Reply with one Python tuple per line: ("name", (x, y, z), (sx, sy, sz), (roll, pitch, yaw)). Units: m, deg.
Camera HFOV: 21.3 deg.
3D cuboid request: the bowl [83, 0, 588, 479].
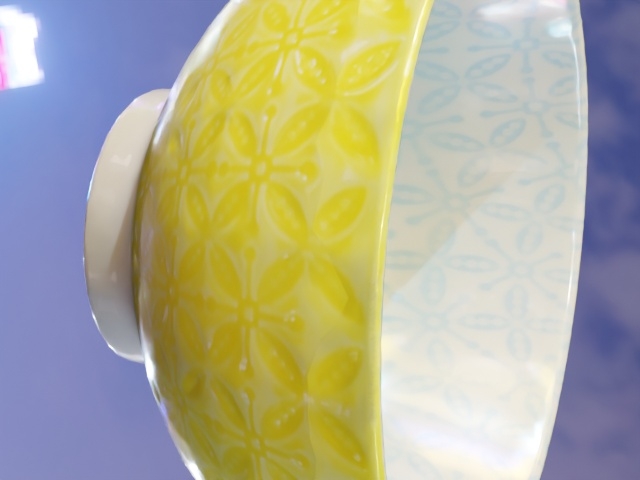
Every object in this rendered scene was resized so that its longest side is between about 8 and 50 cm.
("bowl", (0.000, 0.000, 0.682), (0.156, 0.289, 0.289), (7, -66, 21))
